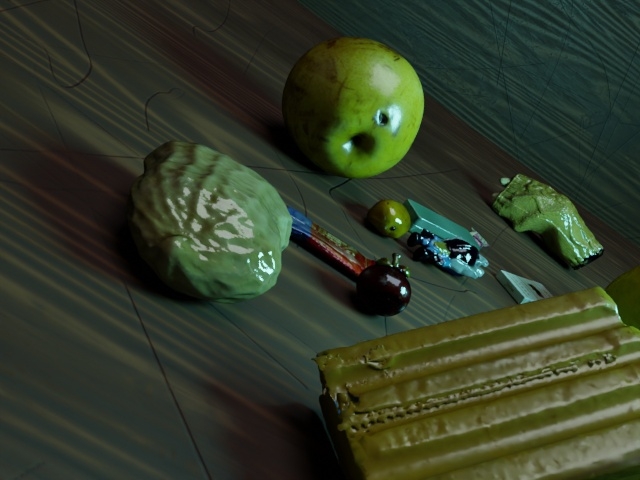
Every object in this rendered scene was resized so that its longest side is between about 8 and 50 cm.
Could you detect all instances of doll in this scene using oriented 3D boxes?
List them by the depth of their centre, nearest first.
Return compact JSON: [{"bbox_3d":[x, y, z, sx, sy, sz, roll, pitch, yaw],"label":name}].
[{"bbox_3d":[0.251,0.027,1.339,0.195,0.070,0.096,13,47,-34],"label":"doll"}]

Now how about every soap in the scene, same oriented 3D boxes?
[{"bbox_3d":[0.170,0.167,0.665,0.324,0.096,0.204,-10,40,-12],"label":"soap"}]

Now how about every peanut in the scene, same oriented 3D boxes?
[{"bbox_3d":[-0.125,-0.023,0.800,0.197,0.110,0.233,32,20,-12],"label":"peanut"}]

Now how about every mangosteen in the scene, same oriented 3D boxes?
[{"bbox_3d":[0.092,0.067,0.991,0.081,0.081,0.081,31,22,-14],"label":"mangosteen"}]

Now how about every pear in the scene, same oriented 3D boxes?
[{"bbox_3d":[0.062,-0.253,1.357,0.281,0.281,0.281,31,22,-14],"label":"pear"}]

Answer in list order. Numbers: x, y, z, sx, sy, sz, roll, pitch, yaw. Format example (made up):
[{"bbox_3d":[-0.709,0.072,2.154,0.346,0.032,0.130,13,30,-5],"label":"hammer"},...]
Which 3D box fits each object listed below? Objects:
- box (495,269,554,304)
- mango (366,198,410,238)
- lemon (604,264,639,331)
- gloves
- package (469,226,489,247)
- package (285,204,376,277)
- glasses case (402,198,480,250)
[{"bbox_3d":[0.456,0.116,1.532,0.167,0.024,0.090,17,29,-40],"label":"box"},{"bbox_3d":[0.130,-0.042,1.300,0.080,0.060,0.114,41,17,1],"label":"mango"},{"bbox_3d":[0.699,0.172,1.365,0.336,0.336,0.336,31,22,-14],"label":"lemon"},{"bbox_3d":[0.655,-0.064,2.034,0.356,0.155,0.203,39,17,15],"label":"gloves"},{"bbox_3d":[0.348,-0.002,1.601,0.059,0.029,0.083,50,34,13],"label":"package"},{"bbox_3d":[0.000,0.000,1.062,0.200,0.022,0.083,32,21,-11],"label":"package"},{"bbox_3d":[0.245,-0.021,1.463,0.184,0.039,0.078,24,24,-30],"label":"glasses case"}]
